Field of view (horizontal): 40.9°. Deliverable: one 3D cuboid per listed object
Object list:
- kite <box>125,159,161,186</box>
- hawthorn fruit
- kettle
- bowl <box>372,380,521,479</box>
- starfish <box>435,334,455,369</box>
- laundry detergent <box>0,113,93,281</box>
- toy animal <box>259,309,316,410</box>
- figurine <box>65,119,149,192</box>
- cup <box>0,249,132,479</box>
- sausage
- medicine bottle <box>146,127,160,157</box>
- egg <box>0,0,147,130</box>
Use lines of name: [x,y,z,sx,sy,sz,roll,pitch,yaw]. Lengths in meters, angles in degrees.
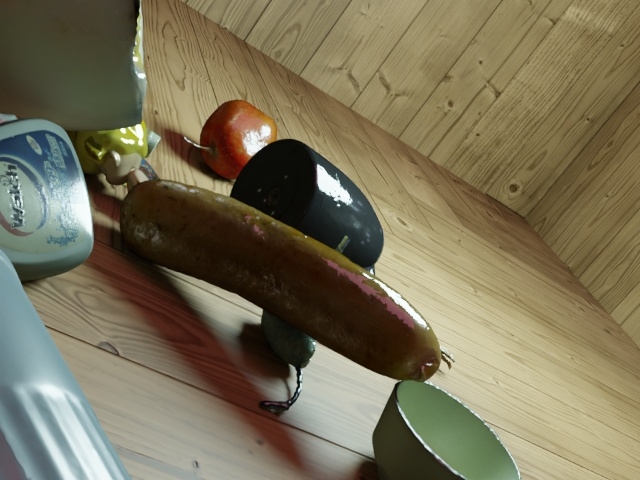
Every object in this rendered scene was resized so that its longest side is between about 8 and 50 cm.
kite: [-0.327,-0.127,1.460,0.190,0.010,0.159,30,20,-16]
hawthorn fruit: [-0.179,-0.188,1.709,0.162,0.162,0.203,39,39,7]
kettle: [0.000,0.000,1.522,0.290,0.207,0.268,33,45,-44]
bowl: [0.151,0.293,1.132,0.211,0.112,0.211,33,17,-11]
starfish: [0.181,0.181,1.597,0.130,0.041,0.133,35,9,-37]
laundry detergent: [-0.387,-0.061,0.927,0.280,0.105,0.215,9,62,-58]
toy animal: [-0.045,0.158,1.204,0.079,0.070,0.253,0,37,-3]
figurine: [-0.305,-0.122,1.323,0.246,0.131,0.156,51,-2,1]
cup: [-0.240,0.175,0.434,0.311,0.257,0.331,48,19,28]
sausage: [-0.055,0.045,1.188,0.501,0.123,0.136,26,40,9]
medicine bottle: [-0.334,-0.190,1.546,0.083,0.047,0.047,32,18,-13]
egg: [-0.405,-0.326,1.151,0.340,0.354,0.354,0,28,-11]
